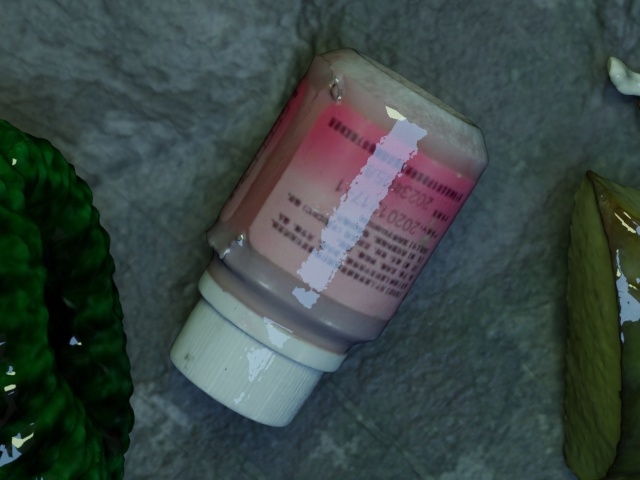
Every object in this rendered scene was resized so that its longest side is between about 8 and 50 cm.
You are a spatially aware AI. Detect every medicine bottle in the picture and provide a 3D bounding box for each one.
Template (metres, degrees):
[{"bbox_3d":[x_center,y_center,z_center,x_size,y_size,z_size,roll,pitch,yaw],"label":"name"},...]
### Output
[{"bbox_3d":[0.000,0.000,1.166,0.147,0.147,0.247,29,100,-17],"label":"medicine bottle"}]

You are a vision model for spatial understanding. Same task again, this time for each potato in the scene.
[{"bbox_3d":[0.314,0.064,1.232,0.255,0.112,0.269,-12,128,-11],"label":"potato"}]

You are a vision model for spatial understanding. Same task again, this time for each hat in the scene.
[{"bbox_3d":[-0.301,0.070,1.113,0.332,0.242,0.274,-8,86,15],"label":"hat"}]

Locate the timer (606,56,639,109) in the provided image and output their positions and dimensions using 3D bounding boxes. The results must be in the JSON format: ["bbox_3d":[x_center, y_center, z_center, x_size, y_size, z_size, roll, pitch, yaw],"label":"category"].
[{"bbox_3d":[0.350,-0.112,1.213,0.266,0.175,0.175,-19,110,12],"label":"timer"}]
